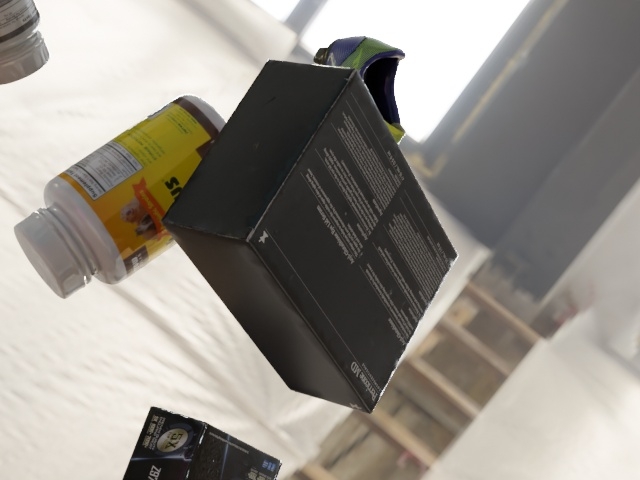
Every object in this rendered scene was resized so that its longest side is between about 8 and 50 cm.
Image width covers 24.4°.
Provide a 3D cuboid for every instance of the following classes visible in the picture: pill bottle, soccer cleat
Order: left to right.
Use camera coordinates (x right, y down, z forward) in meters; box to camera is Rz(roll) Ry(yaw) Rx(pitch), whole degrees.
[{"bbox_3d":[-0.292,-0.210,1.294,0.078,0.078,0.137,-113,4,-59],"label":"pill bottle"},{"bbox_3d":[-0.178,-0.038,1.397,0.117,0.215,0.117,46,160,22],"label":"pill bottle"},{"bbox_3d":[0.038,-0.099,1.745,0.121,0.289,0.093,7,179,29],"label":"soccer cleat"}]

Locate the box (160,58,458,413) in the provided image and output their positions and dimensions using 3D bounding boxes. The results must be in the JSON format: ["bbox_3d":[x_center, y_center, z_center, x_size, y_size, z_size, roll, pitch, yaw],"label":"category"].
[{"bbox_3d":[0.000,0.000,1.281,0.103,0.184,0.261,10,148,35],"label":"box"}]

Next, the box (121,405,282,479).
[{"bbox_3d":[-0.135,0.278,1.606,0.077,0.147,0.180,13,165,32],"label":"box"}]
